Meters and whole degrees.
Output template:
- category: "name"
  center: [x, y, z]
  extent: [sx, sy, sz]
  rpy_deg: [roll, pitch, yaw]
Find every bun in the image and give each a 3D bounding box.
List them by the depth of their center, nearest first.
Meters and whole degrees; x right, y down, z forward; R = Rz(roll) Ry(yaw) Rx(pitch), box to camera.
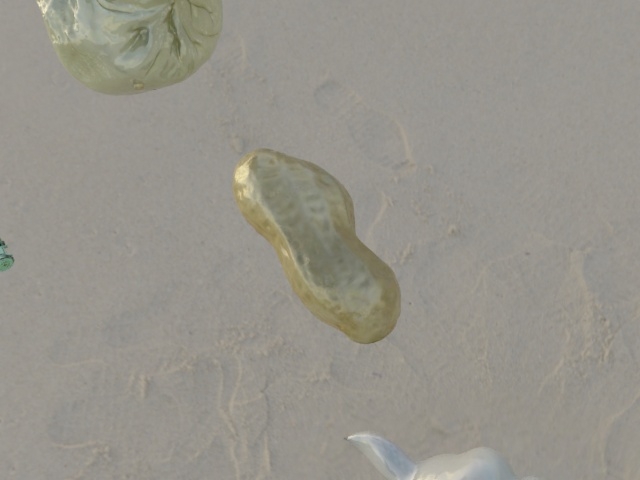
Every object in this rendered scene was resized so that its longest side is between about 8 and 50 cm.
- category: "bun"
  center: [-0.208, -0.274, 0.717]
  extent: [0.229, 0.229, 0.145]
  rpy_deg: [-51, 22, -17]

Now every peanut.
- category: "peanut"
  center: [0.000, 0.000, 0.781]
  extent: [0.125, 0.111, 0.275]
  rpy_deg: [-30, 78, -23]

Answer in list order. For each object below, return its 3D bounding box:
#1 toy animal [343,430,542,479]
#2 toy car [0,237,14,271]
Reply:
- category: "toy animal"
  center: [0.181, 0.393, 0.866]
  extent: [0.241, 0.196, 0.367]
  rpy_deg: [-20, 30, -25]
- category: "toy car"
  center: [-0.604, 0.041, 1.117]
  extent: [0.143, 0.054, 0.073]
  rpy_deg: [-20, 50, -34]
